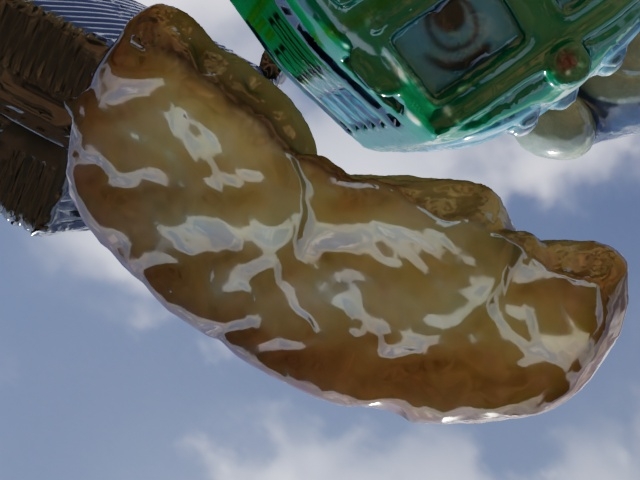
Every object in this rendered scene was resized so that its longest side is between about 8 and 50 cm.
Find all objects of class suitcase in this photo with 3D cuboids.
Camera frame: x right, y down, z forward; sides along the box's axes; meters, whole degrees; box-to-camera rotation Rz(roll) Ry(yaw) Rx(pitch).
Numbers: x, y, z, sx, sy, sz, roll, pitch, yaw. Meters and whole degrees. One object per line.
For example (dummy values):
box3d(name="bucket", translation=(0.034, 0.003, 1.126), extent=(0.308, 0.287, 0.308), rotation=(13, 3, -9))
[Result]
box3d(name="suitcase", translation=(-0.192, -0.119, 1.319), extent=(0.229, 0.335, 0.152), rotation=(27, -81, 14))

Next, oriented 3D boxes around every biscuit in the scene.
box3d(name="biscuit", translation=(0.000, 0.004, 0.891), extent=(0.299, 0.154, 0.045), rotation=(31, -144, 19))

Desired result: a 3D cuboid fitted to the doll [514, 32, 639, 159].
box3d(name="doll", translation=(0.215, -0.199, 1.368), extent=(0.228, 0.154, 0.258), rotation=(-10, -75, -1))

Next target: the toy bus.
box3d(name="toy bus", translation=(0.057, -0.151, 0.994), extent=(0.183, 0.343, 0.199), rotation=(-35, -85, -2))
